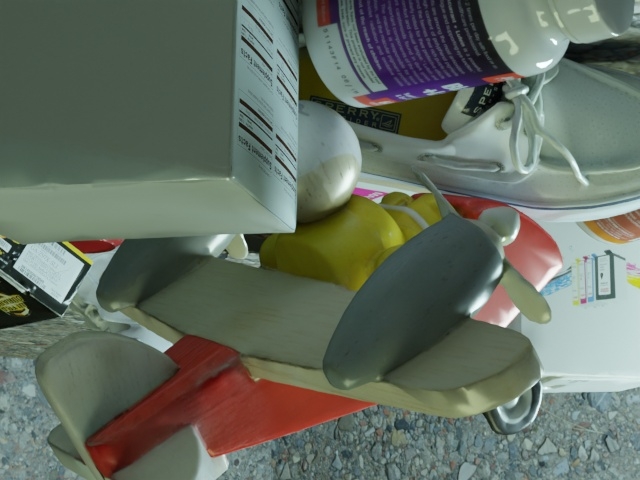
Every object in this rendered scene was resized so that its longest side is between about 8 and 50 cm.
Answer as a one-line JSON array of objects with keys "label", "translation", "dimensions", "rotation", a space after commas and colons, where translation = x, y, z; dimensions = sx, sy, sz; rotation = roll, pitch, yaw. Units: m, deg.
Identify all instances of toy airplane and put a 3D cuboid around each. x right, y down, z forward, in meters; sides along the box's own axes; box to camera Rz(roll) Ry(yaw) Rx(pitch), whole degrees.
[{"label": "toy airplane", "translation": [-0.027, 0.039, 0.978], "dimensions": [0.386, 0.272, 0.384], "rotation": [-3, -167, 13]}]

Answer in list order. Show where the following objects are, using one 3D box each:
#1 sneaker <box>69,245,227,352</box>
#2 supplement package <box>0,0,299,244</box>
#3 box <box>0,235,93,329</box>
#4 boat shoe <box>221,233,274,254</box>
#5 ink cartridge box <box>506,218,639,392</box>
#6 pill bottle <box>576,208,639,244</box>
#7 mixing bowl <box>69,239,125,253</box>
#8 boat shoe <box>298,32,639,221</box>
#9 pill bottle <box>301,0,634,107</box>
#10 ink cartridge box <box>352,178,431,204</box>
[{"label": "sneaker", "translation": [-0.290, 0.065, 1.681], "dimensions": [0.366, 0.210, 0.137], "rotation": [5, 167, -19]}, {"label": "supplement package", "translation": [-0.121, -0.113, 0.836], "dimensions": [0.194, 0.203, 0.149], "rotation": [-2, 168, 13]}, {"label": "box", "translation": [-0.431, -0.002, 1.435], "dimensions": [0.257, 0.079, 0.322], "rotation": [40, 148, -29]}, {"label": "boat shoe", "translation": [0.000, 0.000, 1.554], "dimensions": [0.355, 0.130, 0.132], "rotation": [-6, 167, 27]}, {"label": "ink cartridge box", "translation": [0.278, 0.048, 1.525], "dimensions": [0.168, 0.232, 0.171], "rotation": [2, 169, -6]}, {"label": "pill bottle", "translation": [0.324, -0.074, 1.204], "dimensions": [0.121, 0.121, 0.216], "rotation": [8, 163, -34]}, {"label": "mixing bowl", "translation": [-0.257, -0.042, 1.447], "dimensions": [0.181, 0.098, 0.181], "rotation": [0, 168, 0]}, {"label": "boat shoe", "translation": [0.127, -0.110, 1.066], "dimensions": [0.367, 0.135, 0.156], "rotation": [10, 165, 2]}, {"label": "pill bottle", "translation": [0.094, -0.151, 0.872], "dimensions": [0.193, 0.108, 0.108], "rotation": [-7, 166, 34]}, {"label": "ink cartridge box", "translation": [-0.007, -0.078, 1.289], "dimensions": [0.193, 0.088, 0.235], "rotation": [9, 165, -32]}]
